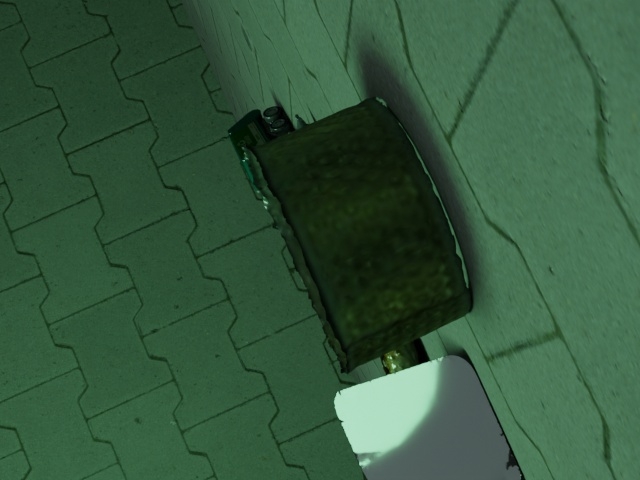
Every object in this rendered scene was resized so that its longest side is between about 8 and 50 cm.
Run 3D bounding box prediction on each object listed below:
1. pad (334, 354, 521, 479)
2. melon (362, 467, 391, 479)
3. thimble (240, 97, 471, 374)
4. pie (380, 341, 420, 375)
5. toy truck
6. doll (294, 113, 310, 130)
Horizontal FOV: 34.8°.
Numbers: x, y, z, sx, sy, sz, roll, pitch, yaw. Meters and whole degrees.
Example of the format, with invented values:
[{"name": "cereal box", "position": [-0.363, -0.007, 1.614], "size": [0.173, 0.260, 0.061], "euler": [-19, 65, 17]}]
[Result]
[{"name": "pad", "position": [0.126, 0.249, 1.287], "size": [0.267, 0.004, 0.181], "euler": [-26, 87, 47]}, {"name": "melon", "position": [0.128, 0.292, 1.470], "size": [0.265, 0.169, 0.129], "euler": [76, 169, -59]}, {"name": "thimble", "position": [0.036, -0.009, 1.087], "size": [0.271, 0.150, 0.271], "euler": [156, 90, -85]}, {"name": "pie", "position": [0.111, 0.149, 1.651], "size": [0.274, 0.055, 0.274], "euler": [160, 90, -88]}, {"name": "toy truck", "position": [-0.094, -0.166, 1.978], "size": [0.253, 0.124, 0.114], "euler": [-117, 3, -53]}, {"name": "doll", "position": [-0.012, -0.151, 1.613], "size": [0.057, 0.039, 0.114], "euler": [-14, -114, -52]}]
